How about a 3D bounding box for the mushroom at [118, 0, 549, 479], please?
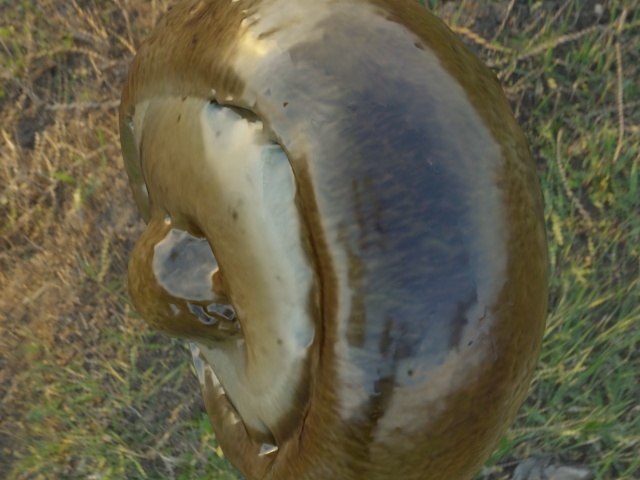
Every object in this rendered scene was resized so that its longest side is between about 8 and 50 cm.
[{"bbox_3d":[0.000,0.000,0.486,0.153,0.253,0.253,-17,70,-29],"label":"mushroom"}]
